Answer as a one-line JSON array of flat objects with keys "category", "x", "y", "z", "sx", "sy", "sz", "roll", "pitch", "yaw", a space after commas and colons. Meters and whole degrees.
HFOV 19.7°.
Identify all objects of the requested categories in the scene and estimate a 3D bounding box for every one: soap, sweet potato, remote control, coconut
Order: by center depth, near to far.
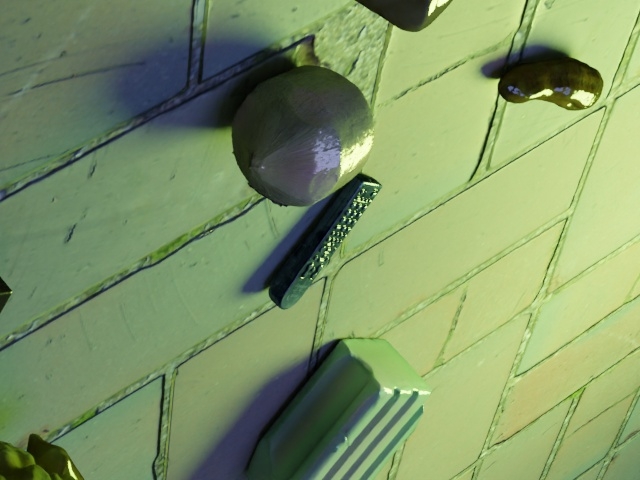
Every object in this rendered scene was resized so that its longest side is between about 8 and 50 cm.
[{"category": "coconut", "x": -0.020, "y": -0.080, "z": 1.479, "sx": 0.124, "sy": 0.110, "sz": 0.110, "roll": -29, "pitch": 153, "yaw": -45}, {"category": "remote control", "x": 0.001, "y": 0.001, "z": 1.740, "sx": 0.152, "sy": 0.027, "sz": 0.043, "roll": -52, "pitch": 149, "yaw": 15}, {"category": "sweet potato", "x": 0.234, "y": -0.155, "z": 1.814, "sx": 0.182, "sy": 0.054, "sz": 0.053, "roll": -2, "pitch": 124, "yaw": -53}, {"category": "soap", "x": 0.012, "y": 0.220, "z": 2.042, "sx": 0.230, "sy": 0.091, "sz": 0.145, "roll": -51, "pitch": 152, "yaw": 18}]

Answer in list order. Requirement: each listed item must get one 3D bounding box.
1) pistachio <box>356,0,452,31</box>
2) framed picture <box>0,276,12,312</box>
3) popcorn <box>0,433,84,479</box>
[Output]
[{"category": "pistachio", "x": 0.065, "y": -0.234, "z": 1.339, "sx": 0.108, "sy": 0.126, "sz": 0.185, "roll": -5, "pitch": 141, "yaw": -7}, {"category": "framed picture", "x": -0.320, "y": 0.099, "z": 1.400, "sx": 0.128, "sy": 0.023, "sz": 0.168, "roll": -7, "pitch": 138, "yaw": -53}, {"category": "popcorn", "x": -0.293, "y": 0.281, "z": 1.510, "sx": 0.270, "sy": 0.224, "sz": 0.258, "roll": -57, "pitch": -176, "yaw": -8}]
